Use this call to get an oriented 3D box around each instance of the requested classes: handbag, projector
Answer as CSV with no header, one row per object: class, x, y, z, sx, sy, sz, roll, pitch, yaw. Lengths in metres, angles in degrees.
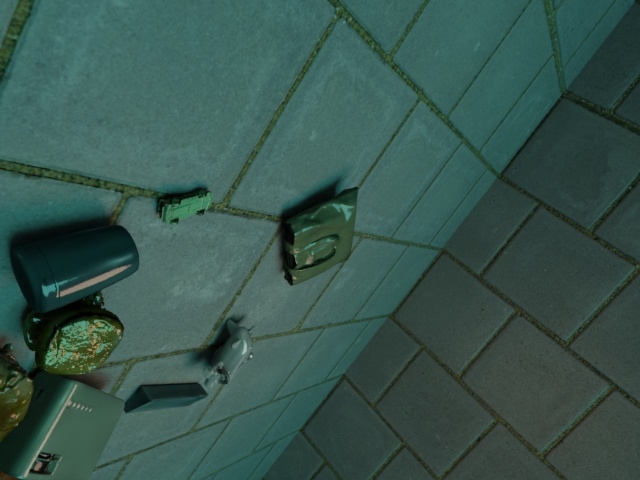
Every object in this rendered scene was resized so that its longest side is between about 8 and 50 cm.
handbag,-0.003,-0.001,1.342,0.253,0.109,0.315,-27,147,-25
projector,-0.580,0.424,0.993,0.250,0.108,0.198,79,27,-59

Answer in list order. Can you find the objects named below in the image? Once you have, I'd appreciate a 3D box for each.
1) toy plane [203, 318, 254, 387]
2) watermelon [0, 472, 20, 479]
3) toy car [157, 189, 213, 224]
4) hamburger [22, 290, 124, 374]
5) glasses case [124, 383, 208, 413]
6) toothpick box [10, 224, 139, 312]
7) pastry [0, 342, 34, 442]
toy plane,-0.288,0.363,1.410,0.244,0.117,0.244,-53,170,-13
watermelon,-0.700,0.537,1.091,0.304,0.159,0.128,-18,179,-42
toy car,-0.280,-0.075,0.926,0.122,0.035,0.059,-30,149,-46
hamburger,-0.482,0.165,0.862,0.184,0.131,0.159,-55,144,1
glasses case,-0.476,0.486,1.378,0.105,0.056,0.266,-27,156,14
toothpick box,-0.424,0.040,0.782,0.184,0.120,0.120,-25,145,-42
pastry,-0.660,0.298,0.786,0.257,0.121,0.235,-28,143,-29
